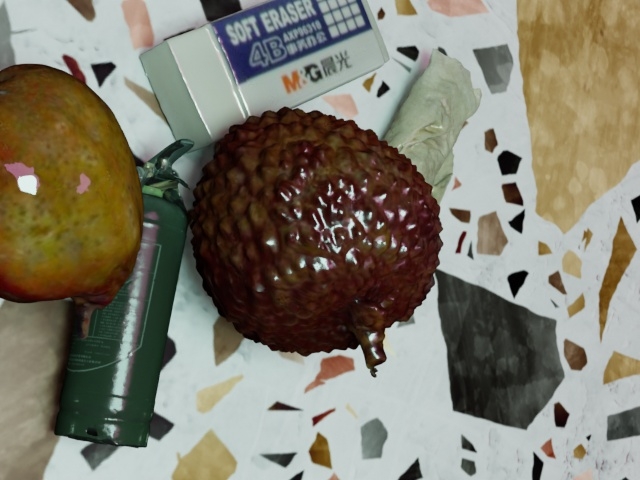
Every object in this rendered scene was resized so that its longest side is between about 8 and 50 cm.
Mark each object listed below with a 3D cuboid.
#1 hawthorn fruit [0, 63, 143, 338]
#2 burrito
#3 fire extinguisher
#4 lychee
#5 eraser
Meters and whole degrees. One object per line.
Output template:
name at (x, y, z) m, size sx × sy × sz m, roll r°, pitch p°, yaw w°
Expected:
hawthorn fruit at (-0.259, -0.026, 0.857) m, size 0.208 × 0.208 × 0.248 m, roll -36°, pitch 107°, yaw -32°
burrito at (0.102, -0.061, 1.187) m, size 0.117 × 0.076 × 0.392 m, roll 36°, pitch 69°, yaw -24°
fire extinguisher at (-0.190, 0.050, 0.955) m, size 0.095 × 0.114 × 0.311 m, roll 19°, pitch 74°, yaw -44°
lychee at (0.000, 0.000, 0.979) m, size 0.264 × 0.264 × 0.300 m, roll -14°, pitch 64°, yaw -35°
eraser at (-0.056, -0.209, 1.086) m, size 0.279 × 0.081 × 0.124 m, roll -31°, pitch 104°, yaw -33°
